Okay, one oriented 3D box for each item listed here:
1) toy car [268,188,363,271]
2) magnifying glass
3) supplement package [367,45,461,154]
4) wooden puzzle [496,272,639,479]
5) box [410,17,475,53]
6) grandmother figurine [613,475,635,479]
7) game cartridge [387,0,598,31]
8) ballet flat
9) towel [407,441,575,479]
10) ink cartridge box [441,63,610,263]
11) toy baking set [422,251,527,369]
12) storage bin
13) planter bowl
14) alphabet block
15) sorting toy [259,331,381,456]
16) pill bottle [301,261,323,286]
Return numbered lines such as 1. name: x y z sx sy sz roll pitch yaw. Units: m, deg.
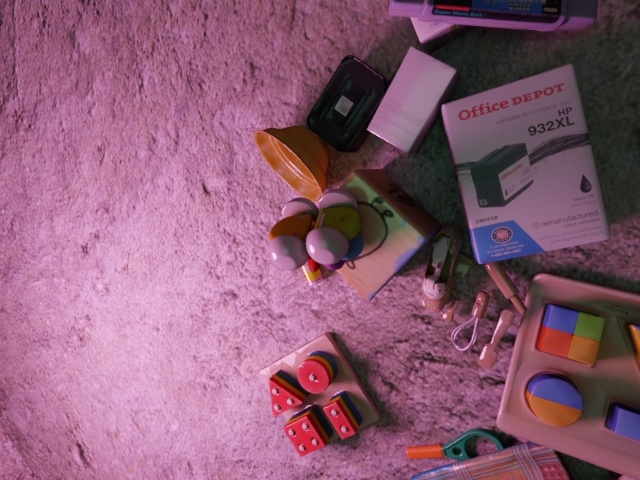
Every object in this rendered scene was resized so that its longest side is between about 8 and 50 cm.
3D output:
1. toy car: 0.000 0.000 0.775 0.181 0.159 0.136 -11 130 25
2. magnifying glass: 0.320 0.504 0.993 0.230 0.026 0.092 -18 92 23
3. supplement package: 0.195 -0.283 0.856 0.105 0.105 0.179 35 112 15
4. wooden puzzle: 0.543 0.266 0.791 0.322 0.080 0.348 14 93 20
5. box: 0.213 -0.494 0.805 0.103 0.114 0.203 -22 92 25
6. grandmother figurine: 0.660 0.548 0.813 0.342 0.104 0.208 -31 78 22
7. game cartridge: 0.300 -0.489 0.708 0.354 0.068 0.230 3 87 -1
8. ballet flat: 0.253 0.064 0.897 0.073 0.067 0.206 18 105 36
9. towel: 0.396 0.617 0.904 0.370 0.040 0.272 -35 67 28
10. ink cartridge box: 0.373 -0.133 0.781 0.223 0.129 0.308 -13 93 19
11. toy baking set: 0.338 0.139 0.906 0.197 0.030 0.256 -45 70 31
12. storage bin: 0.069 -0.298 0.921 0.122 0.084 0.180 40 112 12
13. planter bowl: -0.047 -0.197 0.960 0.217 0.217 0.090 41 77 12
14. alphabet block: 0.116 -0.021 0.891 0.197 0.193 0.192 43 112 11
15. sorting toy: -0.022 0.417 1.087 0.257 0.089 0.256 -35 85 25
16. pill bottle: -0.027 0.071 1.051 0.043 0.043 0.083 -24 89 25
